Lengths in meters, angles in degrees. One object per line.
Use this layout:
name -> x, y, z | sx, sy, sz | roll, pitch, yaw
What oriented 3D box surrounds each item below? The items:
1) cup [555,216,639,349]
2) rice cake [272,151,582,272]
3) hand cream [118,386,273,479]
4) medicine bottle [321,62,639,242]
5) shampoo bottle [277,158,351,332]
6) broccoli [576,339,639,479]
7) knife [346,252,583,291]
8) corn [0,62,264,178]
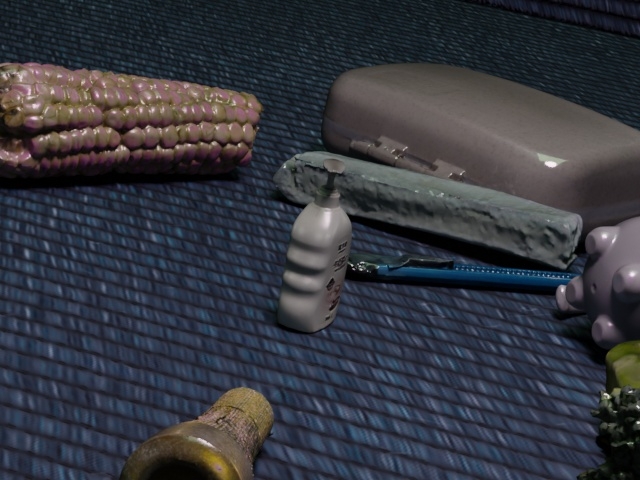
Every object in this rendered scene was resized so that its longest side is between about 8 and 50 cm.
cup -> 0.301, 0.035, 1.586 | 0.142, 0.134, 0.173 | -1, 22, -23
rice cake -> 0.109, -0.036, 1.801 | 0.336, 0.063, 0.066 | 17, 16, 22
hand cream -> -0.074, 0.146, 1.177 | 0.084, 0.084, 0.203 | 12, 12, 6
medicine bottle -> 0.196, -0.107, 1.964 | 0.375, 0.123, 0.282 | 25, 22, 40
shampoo bottle -> 0.000, 0.000, 1.505 | 0.045, 0.152, 0.077 | 16, 19, 22
broccoli -> 0.295, 0.141, 1.222 | 0.252, 0.221, 0.361 | -23, 9, 19
knife -> 0.150, 0.031, 1.690 | 0.296, 0.026, 0.044 | 4, 8, -15
corn -> -0.218, -0.123, 1.820 | 0.335, 0.127, 0.126 | -1, 21, -37
